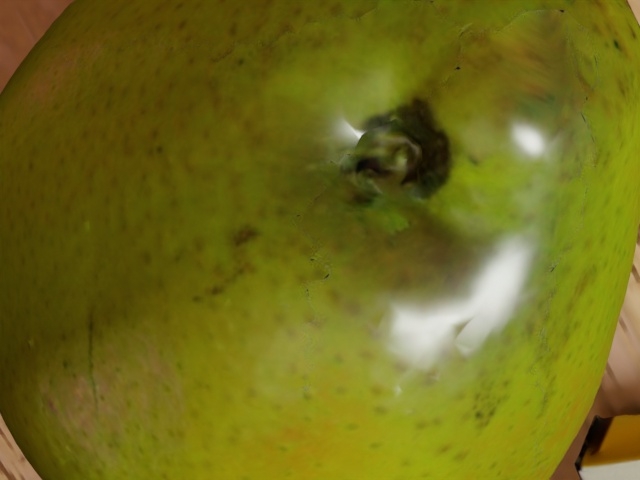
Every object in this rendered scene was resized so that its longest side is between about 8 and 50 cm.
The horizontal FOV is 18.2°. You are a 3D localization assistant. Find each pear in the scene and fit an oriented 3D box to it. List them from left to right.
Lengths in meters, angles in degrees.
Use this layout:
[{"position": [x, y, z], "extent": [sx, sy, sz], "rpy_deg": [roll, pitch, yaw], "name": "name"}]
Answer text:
[{"position": [0.000, 0.000, 0.518], "extent": [0.187, 0.187, 0.219], "rpy_deg": [48, 153, -10], "name": "pear"}]

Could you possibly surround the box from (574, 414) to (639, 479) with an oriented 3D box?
[{"position": [0.182, 0.156, 0.633], "extent": [0.129, 0.033, 0.247], "rpy_deg": [-14, 111, 28], "name": "box"}]
